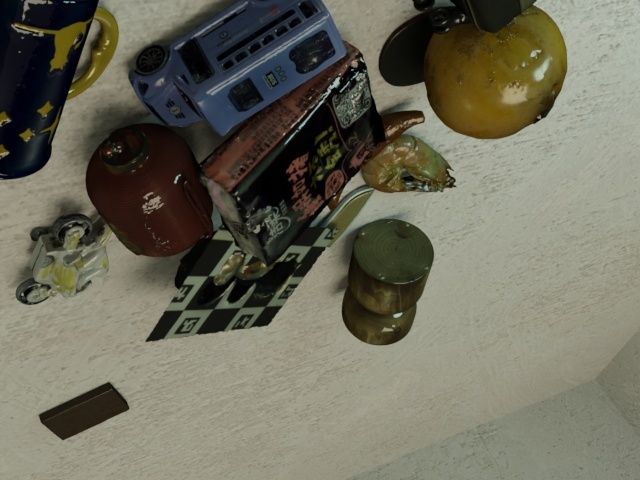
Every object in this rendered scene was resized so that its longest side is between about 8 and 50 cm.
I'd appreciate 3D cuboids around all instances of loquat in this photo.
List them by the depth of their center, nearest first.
[{"bbox_3d":[0.282,-0.278,1.252,0.235,0.235,0.235,-21,147,-14],"label":"loquat"}]

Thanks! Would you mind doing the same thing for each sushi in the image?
[{"bbox_3d":[-0.169,0.046,1.521,0.373,0.100,0.296,1,131,-56],"label":"sushi"}]

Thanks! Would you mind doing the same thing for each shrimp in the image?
[{"bbox_3d":[0.189,-0.139,1.565,0.267,0.061,0.145,11,132,-46],"label":"shrimp"}]

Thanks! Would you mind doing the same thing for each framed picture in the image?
[{"bbox_3d":[-0.539,0.393,1.764,0.168,0.023,0.128,-25,147,-8],"label":"framed picture"}]

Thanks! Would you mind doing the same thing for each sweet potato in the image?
[{"bbox_3d":[0.082,-0.165,1.437,0.255,0.058,0.078,-45,120,12],"label":"sweet potato"}]

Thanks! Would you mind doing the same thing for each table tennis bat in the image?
[{"bbox_3d":[0.226,-0.350,1.338,0.274,0.021,0.154,-22,148,-8],"label":"table tennis bat"}]

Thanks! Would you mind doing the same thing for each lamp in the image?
[{"bbox_3d":[-0.256,-0.075,1.183,0.180,0.180,0.258,-26,150,-6],"label":"lamp"}]

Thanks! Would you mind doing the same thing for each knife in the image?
[{"bbox_3d":[0.001,0.000,1.639,0.061,0.027,0.343,21,120,-39],"label":"knife"}]

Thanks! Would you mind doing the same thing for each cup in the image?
[{"bbox_3d":[-0.362,-0.246,0.924,0.178,0.255,0.256,27,123,-11],"label":"cup"}]

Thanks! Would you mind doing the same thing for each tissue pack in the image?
[{"bbox_3d":[-0.041,-0.143,1.244,0.332,0.123,0.245,-48,150,-17],"label":"tissue pack"}]

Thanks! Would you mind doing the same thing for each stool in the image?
[{"bbox_3d":[0.148,0.098,1.756,0.179,0.179,0.264,-18,146,-19],"label":"stool"}]

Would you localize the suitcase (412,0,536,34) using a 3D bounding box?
[{"bbox_3d":[0.298,-0.488,1.039,0.434,0.194,0.283,-36,148,7],"label":"suitcase"}]

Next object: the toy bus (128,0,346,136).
[{"bbox_3d":[-0.117,-0.249,1.092,0.292,0.133,0.125,-32,149,3],"label":"toy bus"}]

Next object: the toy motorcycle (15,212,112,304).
[{"bbox_3d":[-0.419,0.034,1.307,0.151,0.074,0.228,5,133,-46],"label":"toy motorcycle"}]
